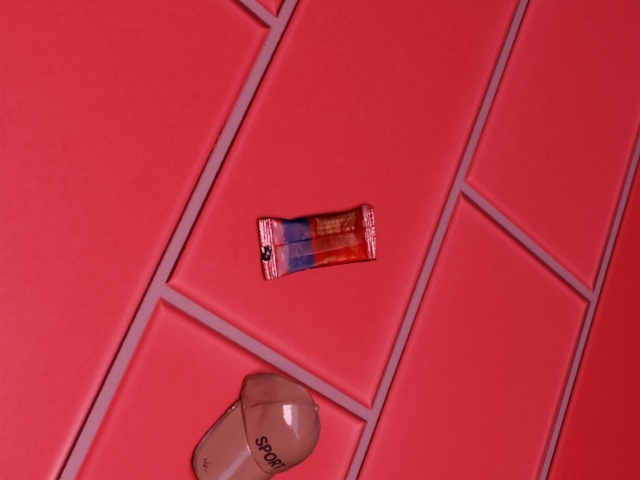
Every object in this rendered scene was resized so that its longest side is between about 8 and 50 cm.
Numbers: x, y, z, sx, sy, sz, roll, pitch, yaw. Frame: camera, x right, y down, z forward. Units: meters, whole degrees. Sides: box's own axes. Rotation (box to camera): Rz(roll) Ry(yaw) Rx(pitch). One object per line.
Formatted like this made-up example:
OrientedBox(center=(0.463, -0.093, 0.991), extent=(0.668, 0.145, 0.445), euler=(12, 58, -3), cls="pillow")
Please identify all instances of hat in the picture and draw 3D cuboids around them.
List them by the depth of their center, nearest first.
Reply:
OrientedBox(center=(-0.070, 0.268, 1.227), extent=(0.175, 0.085, 0.147), euler=(-46, 116, -33), cls="hat")

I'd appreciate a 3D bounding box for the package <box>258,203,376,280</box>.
OrientedBox(center=(0.000, 0.000, 1.343), extent=(0.200, 0.022, 0.083), euler=(-9, 92, -39), cls="package")
